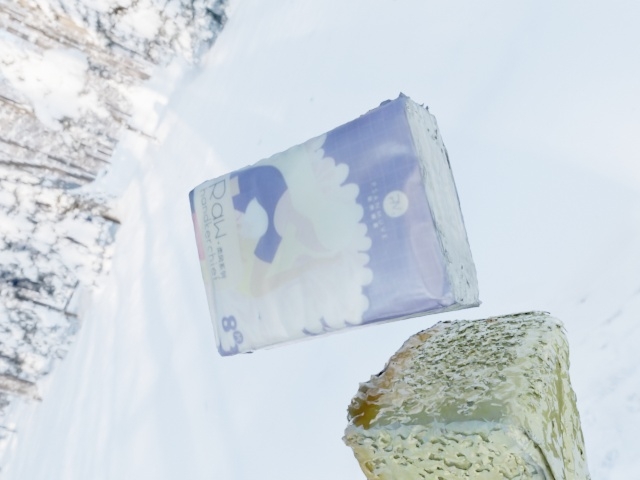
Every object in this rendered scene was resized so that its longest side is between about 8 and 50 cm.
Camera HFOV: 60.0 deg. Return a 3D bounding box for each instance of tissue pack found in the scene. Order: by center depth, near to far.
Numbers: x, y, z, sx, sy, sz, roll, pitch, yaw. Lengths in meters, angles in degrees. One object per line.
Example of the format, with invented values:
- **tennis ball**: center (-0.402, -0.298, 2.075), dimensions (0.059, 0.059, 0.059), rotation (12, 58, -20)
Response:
- **tissue pack**: center (0.000, 0.000, 0.695), dimensions (0.343, 0.125, 0.242), rotation (-18, 79, 29)

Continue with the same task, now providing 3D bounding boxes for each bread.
- **bread**: center (0.210, 0.252, 0.689), dimensions (0.248, 0.315, 0.279), rotation (-21, 86, 37)
